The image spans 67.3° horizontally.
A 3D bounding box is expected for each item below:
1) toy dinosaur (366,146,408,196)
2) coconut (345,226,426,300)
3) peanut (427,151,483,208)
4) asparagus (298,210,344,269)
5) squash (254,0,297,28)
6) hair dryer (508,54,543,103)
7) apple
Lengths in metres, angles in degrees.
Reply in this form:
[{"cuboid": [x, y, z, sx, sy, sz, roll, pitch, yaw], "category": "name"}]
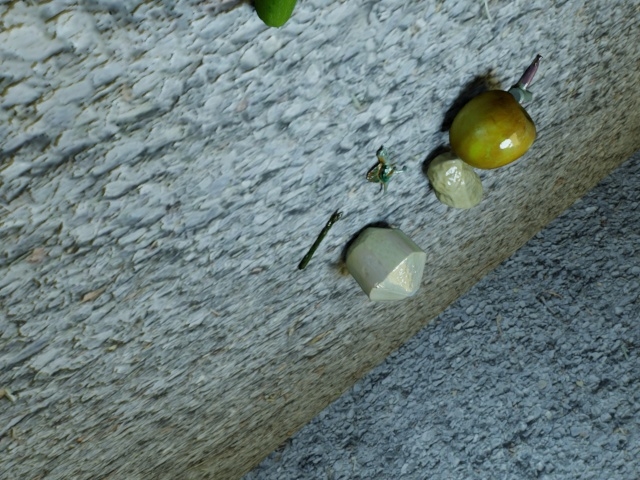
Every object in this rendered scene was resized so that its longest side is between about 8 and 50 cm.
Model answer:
[{"cuboid": [0.174, -0.185, 1.340, 0.106, 0.044, 0.187, -7, 151, -28], "category": "toy dinosaur"}, {"cuboid": [0.221, 0.085, 1.556, 0.239, 0.244, 0.239, -30, 149, -20], "category": "coconut"}, {"cuboid": [0.433, -0.189, 1.550, 0.152, 0.152, 0.313, -48, 152, 11], "category": "peanut"}, {"cuboid": [0.000, 0.000, 1.394, 0.023, 0.022, 0.233, 29, 117, -14], "category": "asparagus"}, {"cuboid": [-0.039, -0.403, 0.642, 0.082, 0.082, 0.292, -25, 170, -29], "category": "squash"}, {"cuboid": [0.646, -0.495, 1.488, 0.106, 0.054, 0.154, -22, 142, -41], "category": "hair dryer"}, {"cuboid": [0.482, -0.311, 1.368, 0.207, 0.237, 0.237, -36, 159, 34], "category": "apple"}]
